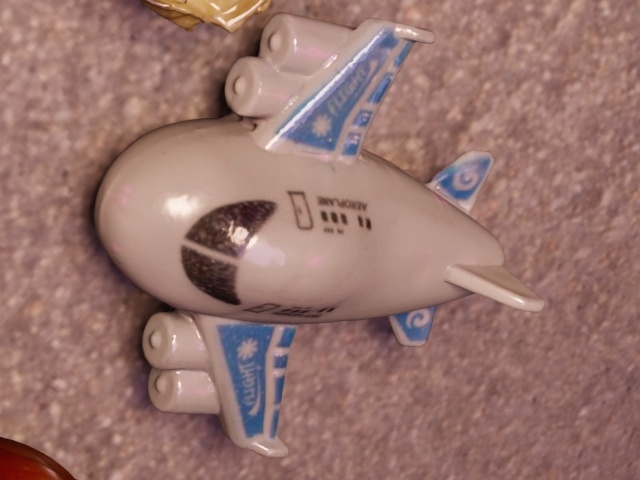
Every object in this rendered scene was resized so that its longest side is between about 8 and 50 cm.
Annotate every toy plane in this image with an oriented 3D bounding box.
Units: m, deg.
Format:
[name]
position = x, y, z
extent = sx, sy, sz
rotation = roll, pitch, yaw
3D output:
[toy plane]
position = -0.003, -0.002, 1.053
extent = 0.267, 0.122, 0.266
rotation = -13, 118, -24

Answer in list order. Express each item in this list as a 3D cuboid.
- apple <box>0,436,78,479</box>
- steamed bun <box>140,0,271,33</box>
[apple]
position = -0.194, 0.249, 0.965
extent = 0.317, 0.288, 0.288
rotation = -35, 128, -3
[steamed bun]
position = -0.051, -0.199, 0.932
extent = 0.192, 0.106, 0.177
rotation = 27, 102, -30
